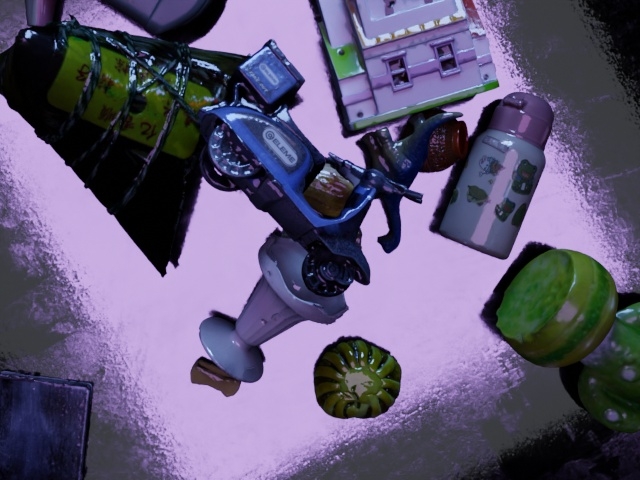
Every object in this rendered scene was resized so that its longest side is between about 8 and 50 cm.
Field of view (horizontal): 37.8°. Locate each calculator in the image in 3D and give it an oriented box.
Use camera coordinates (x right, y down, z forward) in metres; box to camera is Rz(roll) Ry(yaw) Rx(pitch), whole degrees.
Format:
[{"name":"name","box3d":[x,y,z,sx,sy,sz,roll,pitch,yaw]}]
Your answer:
[{"name":"calculator","box3d":[-0.458,0.348,1.499,0.161,0.021,0.261,8,93,-2]}]

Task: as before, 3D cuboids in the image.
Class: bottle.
[{"name":"bottle","box3d":[0.281,-0.104,1.443,0.120,0.120,0.253,23,92,-3]}]

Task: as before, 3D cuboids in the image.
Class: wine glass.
[{"name":"wine glass","box3d":[-0.074,0.110,1.412,0.165,0.165,0.196,42,110,-3]}]

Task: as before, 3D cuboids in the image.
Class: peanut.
[{"name":"peanut","box3d":[-0.027,-0.095,1.452,0.207,0.087,0.087,18,93,-4]}]

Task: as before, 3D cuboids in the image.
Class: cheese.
[{"name":"cheese","box3d":[-0.169,0.223,1.495,0.083,0.030,0.044,24,114,-7]}]

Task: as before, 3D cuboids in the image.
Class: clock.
[{"name":"clock","box3d":[0.112,-0.346,1.404,0.235,0.166,0.309,-16,101,-1]}]

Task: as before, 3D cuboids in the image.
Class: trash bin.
[{"name":"trash bin","box3d":[-0.265,-0.423,1.400,0.236,0.101,0.176,31,105,-10]}]

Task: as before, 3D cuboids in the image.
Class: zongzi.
[{"name":"zongzi","box3d":[-0.305,-0.140,1.381,0.384,0.319,0.362,11,91,-20]}]

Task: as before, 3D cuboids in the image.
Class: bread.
[{"name":"bread","box3d":[0.059,0.226,1.481,0.139,0.071,0.130,18,88,-3]}]

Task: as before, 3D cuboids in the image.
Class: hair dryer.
[{"name":"hair dryer","box3d":[-0.483,-0.392,1.449,0.154,0.054,0.106,11,98,8]}]

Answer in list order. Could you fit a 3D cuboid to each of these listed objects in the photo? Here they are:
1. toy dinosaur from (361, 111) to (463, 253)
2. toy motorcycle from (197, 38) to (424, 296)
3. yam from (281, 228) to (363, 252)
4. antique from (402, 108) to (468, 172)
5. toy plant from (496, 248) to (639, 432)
[{"name":"toy dinosaur","box3d":[0.139,-0.090,1.402,0.075,0.248,0.188,-26,94,-41]},{"name":"toy motorcycle","box3d":[-0.022,-0.094,1.339,0.212,0.125,0.358,-42,94,-20]},{"name":"yam","box3d":[0.000,0.000,1.475,0.132,0.054,0.054,-1,93,0]},{"name":"antique","box3d":[0.175,-0.154,1.447,0.104,0.104,0.104,0,93,-1]},{"name":"toy plant","box3d":[0.448,0.156,1.456,0.316,0.184,0.224,35,97,-19]}]
